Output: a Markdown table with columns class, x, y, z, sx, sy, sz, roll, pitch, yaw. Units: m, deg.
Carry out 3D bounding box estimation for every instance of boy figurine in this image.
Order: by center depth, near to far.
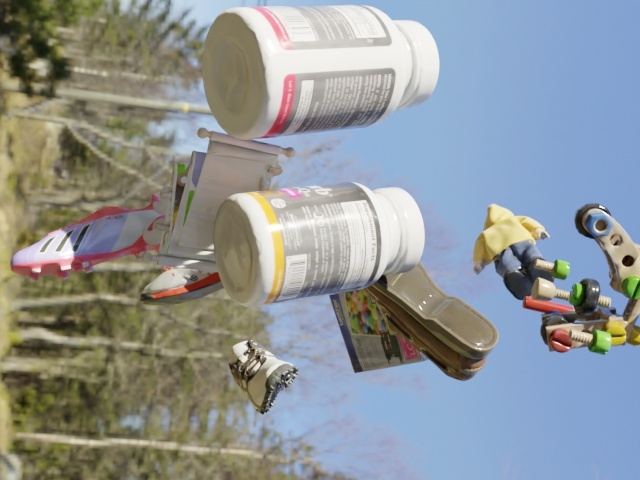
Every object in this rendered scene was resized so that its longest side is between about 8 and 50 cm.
| class | x | y | z | sx | sy | sz | roll | pitch | yaw |
| --- | --- | --- | --- | --- | --- | --- | --- | --- | --- |
| boy figurine | 0.408 | 0.015 | 2.070 | 0.177 | 0.092 | 0.285 | -32 | -153 | 9 |

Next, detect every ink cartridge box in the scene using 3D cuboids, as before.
| class | x | y | z | sx | sy | sz | roll | pitch | yaw |
| --- | --- | --- | --- | --- | --- | --- | --- | --- | --- |
| ink cartridge box | 0.118 | 0.175 | 1.977 | 0.311 | 0.065 | 0.185 | -24 | -97 | 60 |

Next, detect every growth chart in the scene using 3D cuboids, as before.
| class | x | y | z | sx | sy | sz | roll | pitch | yaw |
| --- | --- | --- | --- | --- | --- | --- | --- | --- | --- |
| growth chart | -0.157 | -0.053 | 1.389 | 0.237 | 0.172 | 0.021 | -65 | -154 | 19 |

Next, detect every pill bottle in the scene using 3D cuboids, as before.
| class | x | y | z | sx | sy | sz | roll | pitch | yaw |
| --- | --- | --- | --- | --- | --- | --- | --- | --- | --- |
| pill bottle | 0.009 | -0.243 | 1.339 | 0.176 | 0.319 | 0.176 | 19 | -66 | 51 |
| pill bottle | 0.000 | 0.000 | 1.362 | 0.162 | 0.279 | 0.162 | 21 | -65 | 56 |

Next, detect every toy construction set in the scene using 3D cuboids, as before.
| class | x | y | z | sx | sy | sz | roll | pitch | yaw |
| --- | --- | --- | --- | --- | --- | --- | --- | --- | --- |
| toy construction set | 0.498 | 0.092 | 1.581 | 0.309 | 0.237 | 0.257 | 116 | -12 | -77 |

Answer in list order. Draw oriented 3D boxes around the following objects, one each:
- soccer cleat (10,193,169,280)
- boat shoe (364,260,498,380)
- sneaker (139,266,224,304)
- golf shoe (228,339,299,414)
| class | x | y | z | sx | sy | sz | roll | pitch | yaw |
| --- | --- | --- | --- | --- | --- | --- | --- | --- | --- |
| soccer cleat | -0.345 | -0.004 | 1.427 | 0.083 | 0.248 | 0.095 | 141 | -65 | -66 |
| boat shoe | 0.135 | 0.104 | 1.503 | 0.307 | 0.111 | 0.104 | 44 | -44 | 24 |
| sneaker | -0.242 | 0.030 | 1.832 | 0.270 | 0.090 | 0.144 | -19 | -106 | 27 |
| golf shoe | -0.087 | 0.179 | 1.272 | 0.077 | 0.094 | 0.198 | -48 | 180 | -15 |
